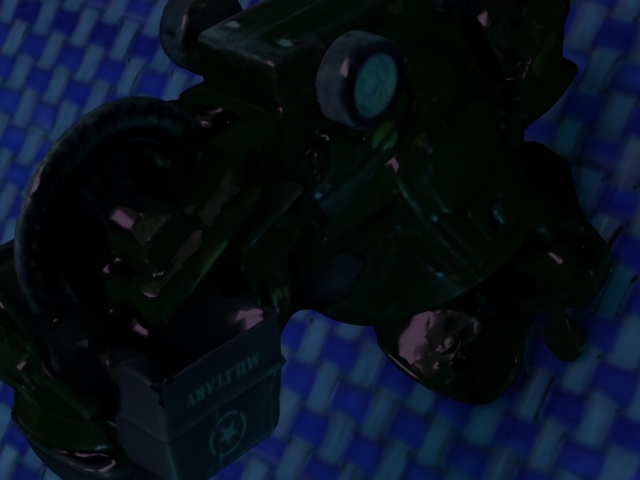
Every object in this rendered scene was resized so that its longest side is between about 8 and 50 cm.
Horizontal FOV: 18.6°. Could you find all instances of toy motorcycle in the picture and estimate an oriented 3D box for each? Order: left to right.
[{"bbox_3d":[0.000,0.000,0.672,0.124,0.274,0.187,24,131,39],"label":"toy motorcycle"}]
